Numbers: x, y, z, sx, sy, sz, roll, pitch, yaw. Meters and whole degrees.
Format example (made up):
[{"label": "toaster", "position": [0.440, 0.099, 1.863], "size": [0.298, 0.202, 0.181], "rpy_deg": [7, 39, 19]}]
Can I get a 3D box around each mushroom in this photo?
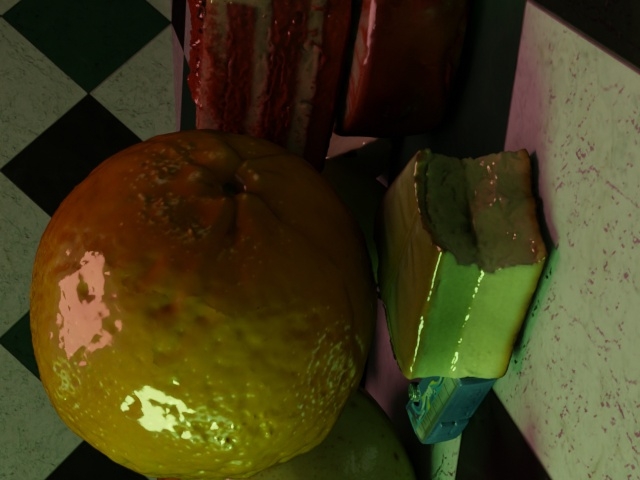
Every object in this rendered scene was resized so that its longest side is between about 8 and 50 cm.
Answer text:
[{"label": "mushroom", "position": [0.024, -0.130, 1.606], "size": [0.247, 0.096, 0.108], "rpy_deg": [-116, 21, -66]}]

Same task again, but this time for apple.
[{"label": "apple", "position": [0.000, 0.000, 1.472], "size": [0.200, 0.200, 0.200], "rpy_deg": [180, 90, -77]}]

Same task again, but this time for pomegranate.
[{"label": "pomegranate", "position": [-0.026, 0.298, 1.441], "size": [0.319, 0.319, 0.319], "rpy_deg": [180, 90, -77]}]

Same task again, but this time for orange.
[{"label": "orange", "position": [-0.109, 0.052, 1.240], "size": [0.293, 0.341, 0.340], "rpy_deg": [104, 161, -46]}]

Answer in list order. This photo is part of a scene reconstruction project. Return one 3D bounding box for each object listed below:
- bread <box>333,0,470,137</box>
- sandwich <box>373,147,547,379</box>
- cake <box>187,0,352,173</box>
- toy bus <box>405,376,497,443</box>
[{"label": "bread", "position": [0.062, -0.259, 1.387], "size": [0.327, 0.114, 0.295], "rpy_deg": [-111, 25, -54]}, {"label": "sandwich", "position": [0.117, -0.013, 1.163], "size": [0.220, 0.108, 0.186], "rpy_deg": [-101, 17, -50]}, {"label": "cake", "position": [-0.063, -0.211, 1.344], "size": [0.159, 0.158, 0.262], "rpy_deg": [-102, 16, -48]}, {"label": "toy bus", "position": [0.124, 0.145, 1.257], "size": [0.153, 0.051, 0.061], "rpy_deg": [109, 151, -55]}]
